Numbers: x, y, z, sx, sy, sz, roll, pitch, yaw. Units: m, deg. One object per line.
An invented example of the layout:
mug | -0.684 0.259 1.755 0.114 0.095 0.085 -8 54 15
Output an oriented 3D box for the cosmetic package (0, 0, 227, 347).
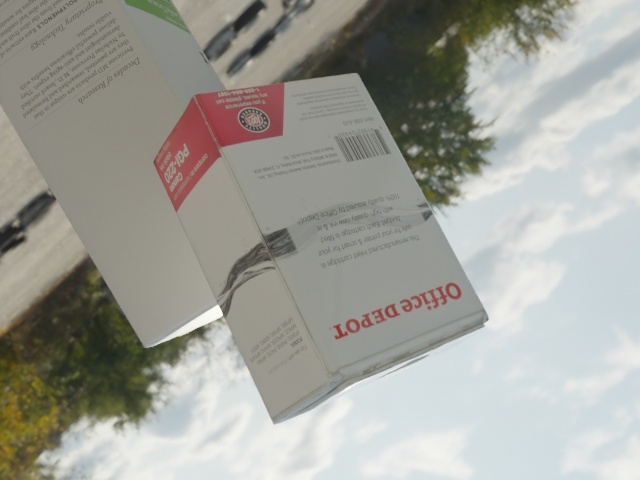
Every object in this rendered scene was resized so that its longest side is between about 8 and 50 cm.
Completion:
cosmetic package | -0.168 -0.099 0.846 0.155 0.366 0.197 -33 178 12

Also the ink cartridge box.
ink cartridge box | 0.000 0.000 0.634 0.158 0.218 0.092 -15 161 -38
